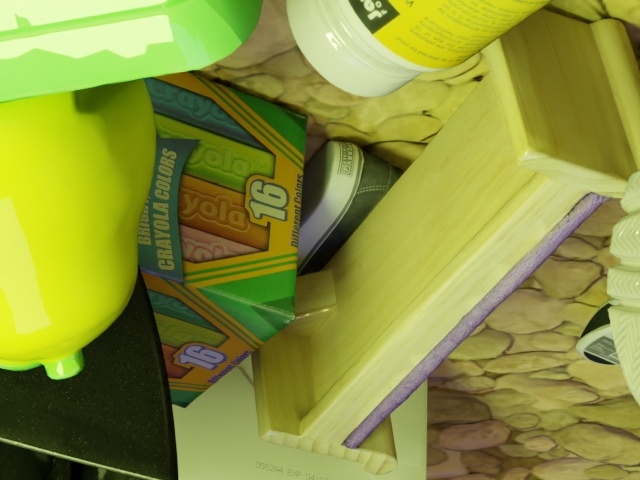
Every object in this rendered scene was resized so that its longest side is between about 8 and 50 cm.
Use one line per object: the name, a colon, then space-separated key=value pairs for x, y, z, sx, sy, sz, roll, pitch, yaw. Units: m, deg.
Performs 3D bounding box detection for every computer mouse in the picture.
computer mouse: x=0.292 y=0.049 z=1.502 sx=0.106 sy=0.042 sz=0.193 roll=23 pitch=140 yaw=-39

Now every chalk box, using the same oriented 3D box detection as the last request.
chalk box: x=-0.178 y=-0.024 z=1.280 sx=0.289 sy=0.179 sz=0.180 roll=18 pitch=147 yaw=-23

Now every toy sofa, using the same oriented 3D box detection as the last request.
toy sofa: x=0.105 y=0.010 z=1.263 sx=0.177 sy=0.150 sz=0.362 roll=16 pitch=135 yaw=-27

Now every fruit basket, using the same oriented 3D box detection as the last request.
fruit basket: x=-0.185 y=-0.124 z=0.993 sx=0.392 sy=0.283 sz=0.392 roll=6 pitch=136 yaw=5

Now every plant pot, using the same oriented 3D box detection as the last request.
plant pot: x=-0.203 y=0.091 z=1.143 sx=0.188 sy=0.167 sz=0.187 roll=20 pitch=145 yaw=-23

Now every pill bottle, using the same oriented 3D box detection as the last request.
pill bottle: x=0.079 y=-0.172 z=1.052 sx=0.119 sy=0.119 sz=0.208 roll=22 pitch=145 yaw=-29

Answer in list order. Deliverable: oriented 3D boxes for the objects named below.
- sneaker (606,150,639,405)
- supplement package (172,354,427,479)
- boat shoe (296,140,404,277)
sneaker: x=0.284 y=-0.037 z=1.082 sx=0.180 sy=0.321 sz=0.124 roll=13 pitch=174 yaw=-32
supplement package: x=-0.052 y=0.174 z=1.590 sx=0.262 sy=0.204 sz=0.145 roll=17 pitch=147 yaw=-22
boat shoe: x=0.000 y=0.000 z=1.416 sx=0.076 sy=0.080 sz=0.228 roll=16 pitch=141 yaw=-18
